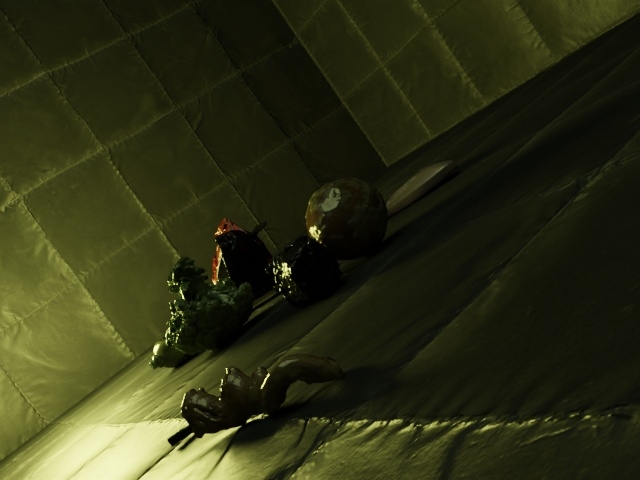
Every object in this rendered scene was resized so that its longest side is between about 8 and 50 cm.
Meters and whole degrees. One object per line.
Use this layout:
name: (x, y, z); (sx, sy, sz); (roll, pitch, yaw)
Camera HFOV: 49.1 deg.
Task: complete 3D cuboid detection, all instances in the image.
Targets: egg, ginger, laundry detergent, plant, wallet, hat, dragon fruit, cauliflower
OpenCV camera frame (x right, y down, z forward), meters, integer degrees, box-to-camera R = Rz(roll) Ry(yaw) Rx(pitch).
egg: (0.060, -0.047, 1.623); (0.195, 0.195, 0.233); (-32, 13, 36)
ginger: (-0.089, 0.197, 0.921); (0.288, 0.075, 0.089); (-30, 48, 37)
laundry detergent: (-0.404, 0.299, 2.094); (0.253, 0.091, 0.181); (-38, 11, -35)
plant: (-0.037, 0.066, 1.525); (0.142, 0.131, 0.203); (-41, 5, -22)
wallet: (-0.157, 0.168, 2.077); (0.156, 0.018, 0.082); (-33, 6, 27)
hat: (-0.225, 0.096, 2.245); (0.209, 0.238, 0.336); (-10, -43, -15)
dragon fruit: (-0.278, 0.074, 2.473); (0.302, 0.330, 0.240); (-36, -18, 14)
cauliflower: (-0.321, 0.165, 1.859); (0.272, 0.250, 0.275); (-36, -1, -27)

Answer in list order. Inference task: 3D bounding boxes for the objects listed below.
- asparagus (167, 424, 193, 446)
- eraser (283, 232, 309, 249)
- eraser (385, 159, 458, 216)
asparagus: (-0.184, 0.280, 1.102); (0.127, 0.018, 0.015); (-34, -36, -17)
eraser: (0.000, 0.000, 2.229); (0.130, 0.086, 0.287); (-37, 4, -30)
eraser: (0.290, -0.168, 1.973); (0.204, 0.059, 0.243); (-39, 2, -40)
